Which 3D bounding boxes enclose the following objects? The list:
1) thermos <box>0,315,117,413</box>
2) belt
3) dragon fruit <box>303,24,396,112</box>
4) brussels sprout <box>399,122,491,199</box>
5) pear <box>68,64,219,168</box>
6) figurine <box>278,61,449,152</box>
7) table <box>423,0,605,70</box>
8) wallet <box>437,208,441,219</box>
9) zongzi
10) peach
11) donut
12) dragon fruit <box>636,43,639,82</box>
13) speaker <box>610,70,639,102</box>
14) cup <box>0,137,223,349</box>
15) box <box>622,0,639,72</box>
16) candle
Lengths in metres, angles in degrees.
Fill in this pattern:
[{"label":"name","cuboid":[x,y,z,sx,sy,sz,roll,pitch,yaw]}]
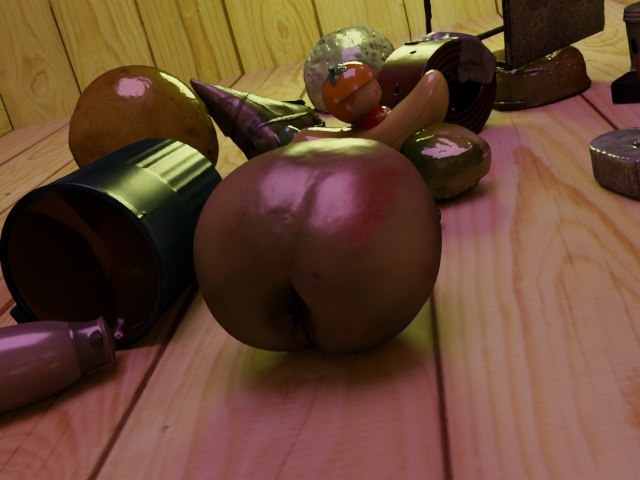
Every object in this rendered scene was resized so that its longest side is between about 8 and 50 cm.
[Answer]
[{"label":"thermos","cuboid":[-0.356,0.152,1.071,0.193,0.105,0.137,-16,-13,-15]},{"label":"belt","cuboid":[0.238,-0.305,1.709,0.122,0.217,0.338,1,23,38]},{"label":"dragon fruit","cuboid":[0.091,-0.484,2.349,0.282,0.204,0.221,-16,20,-2]},{"label":"brussels sprout","cuboid":[0.201,-0.128,1.399,0.155,0.118,0.155,1,35,0]},{"label":"pear","cuboid":[-0.356,-0.206,1.769,0.303,0.304,0.304,-13,19,5]},{"label":"figurine","cuboid":[0.079,-0.215,1.513,0.324,0.222,0.124,-31,8,27]},{"label":"table","cuboid":[0.434,-0.551,1.929,0.335,0.222,0.272,-27,31,-31]},{"label":"wallet","cuboid":[0.099,-0.043,1.365,0.137,0.031,0.255,-17,20,-11]},{"label":"zongzi","cuboid":[-0.133,-0.288,1.891,0.125,0.274,0.250,-52,-10,33]},{"label":"peach","cuboid":[0.001,0.000,0.979,0.292,0.247,0.292,-25,33,18]},{"label":"donut","cuboid":[0.479,-0.382,1.924,0.271,0.107,0.272,-13,22,5]},{"label":"dragon fruit","cuboid":[0.636,-0.294,1.311,0.277,0.278,0.342,-12,20,7]},{"label":"speaker","cuboid":[0.682,-0.301,1.632,0.218,0.044,0.082,6,28,46]},{"label":"cup","cuboid":[-0.291,0.015,1.258,0.242,0.308,0.292,22,26,6]},{"label":"box","cuboid":[0.774,-0.446,1.812,0.226,0.150,0.226,-14,18,5]},{"label":"candle","cuboid":[0.481,-0.116,1.230,0.192,0.068,0.168,-4,24,34]}]
